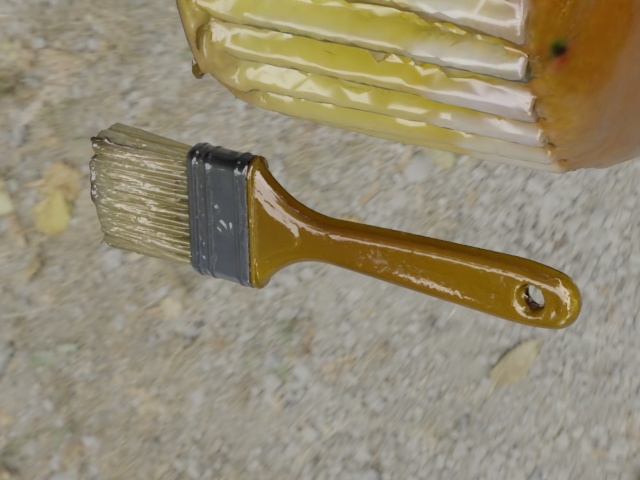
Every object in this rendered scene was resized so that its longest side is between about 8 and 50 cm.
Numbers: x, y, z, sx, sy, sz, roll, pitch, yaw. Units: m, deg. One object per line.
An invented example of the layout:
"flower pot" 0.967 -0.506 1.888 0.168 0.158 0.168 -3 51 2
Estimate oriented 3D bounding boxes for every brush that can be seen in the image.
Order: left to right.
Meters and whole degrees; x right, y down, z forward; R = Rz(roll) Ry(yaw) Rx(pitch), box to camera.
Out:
"brush" 0.000 0.000 0.526 0.169 0.014 0.043 15 119 32

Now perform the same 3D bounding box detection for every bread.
"bread" 0.086 -0.133 0.582 0.156 0.288 0.204 12 105 27
